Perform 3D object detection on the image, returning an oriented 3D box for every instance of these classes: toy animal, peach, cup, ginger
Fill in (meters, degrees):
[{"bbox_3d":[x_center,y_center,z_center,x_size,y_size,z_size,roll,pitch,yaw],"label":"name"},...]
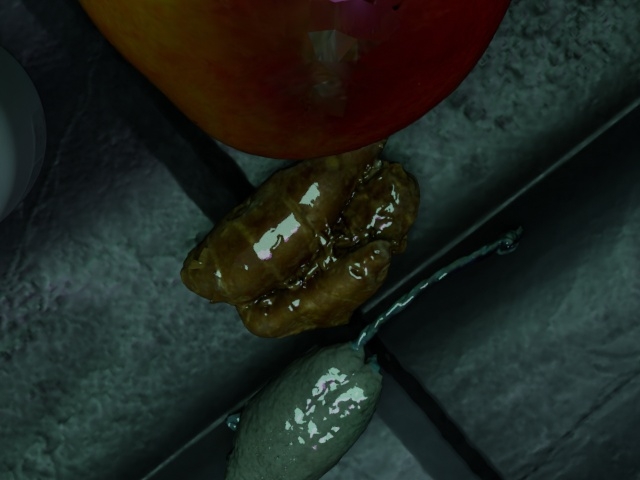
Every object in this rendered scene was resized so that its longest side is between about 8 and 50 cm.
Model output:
[{"bbox_3d":[0.022,0.076,1.216,0.070,0.079,0.253,38,104,-17],"label":"toy animal"},{"bbox_3d":[0.007,-0.182,1.062,0.274,0.248,0.245,-50,53,25],"label":"peach"},{"bbox_3d":[-0.227,-0.067,1.165,0.173,0.142,0.134,-42,97,11],"label":"cup"},{"bbox_3d":[0.000,0.000,1.204,0.162,0.073,0.103,-43,99,11],"label":"ginger"}]
